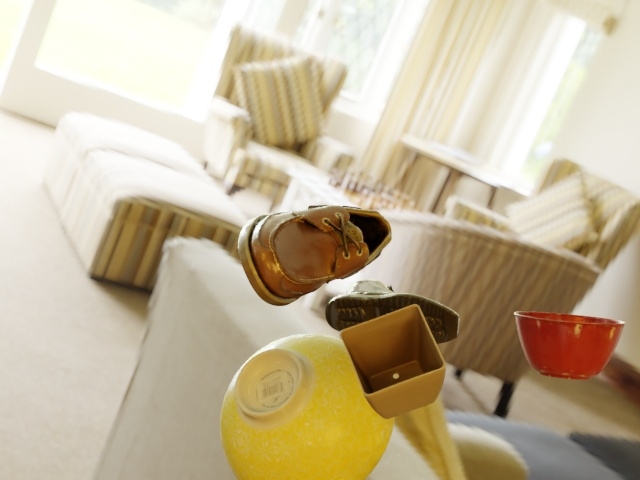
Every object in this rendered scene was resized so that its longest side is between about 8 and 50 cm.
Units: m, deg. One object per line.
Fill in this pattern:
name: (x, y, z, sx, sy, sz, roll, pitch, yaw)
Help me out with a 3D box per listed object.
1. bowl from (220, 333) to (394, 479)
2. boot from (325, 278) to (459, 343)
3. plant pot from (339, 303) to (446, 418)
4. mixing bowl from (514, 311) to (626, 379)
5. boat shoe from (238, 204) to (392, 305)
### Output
bowl: (-0.047, 0.251, 1.849, 0.289, 0.289, 0.156, 34, -12, 42)
boot: (0.120, 0.095, 1.826, 0.198, 0.076, 0.137, 10, 17, 12)
plant pot: (0.099, 0.166, 1.549, 0.096, 0.109, 0.109, 73, -4, -49)
mixing bowl: (0.405, 0.173, 1.975, 0.182, 0.098, 0.181, 4, 1, 0)
boat shoe: (0.000, 0.000, 1.451, 0.110, 0.104, 0.307, 67, 20, 0)
